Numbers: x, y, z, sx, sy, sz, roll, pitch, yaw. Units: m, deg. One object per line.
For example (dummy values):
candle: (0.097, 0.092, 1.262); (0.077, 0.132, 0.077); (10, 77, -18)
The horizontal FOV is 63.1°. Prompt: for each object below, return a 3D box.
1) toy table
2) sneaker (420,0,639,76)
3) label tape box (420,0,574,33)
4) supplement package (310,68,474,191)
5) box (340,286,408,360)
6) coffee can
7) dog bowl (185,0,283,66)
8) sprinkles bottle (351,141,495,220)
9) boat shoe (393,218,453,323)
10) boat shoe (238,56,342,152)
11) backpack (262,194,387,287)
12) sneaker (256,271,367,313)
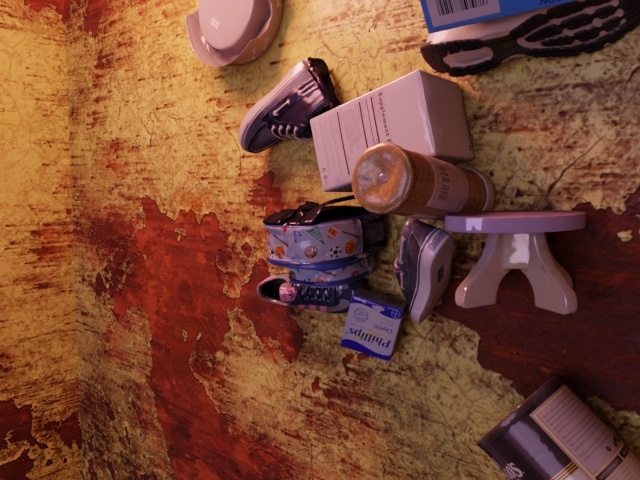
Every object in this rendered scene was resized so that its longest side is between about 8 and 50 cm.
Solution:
toy table: (0.351, 0.028, 0.942); (0.252, 0.274, 0.160); (-148, 56, -77)
sneaker: (0.383, -0.441, 0.958); (0.410, 0.158, 0.182); (1, 77, 36)
label tape box: (0.335, -0.515, 0.914); (0.249, 0.347, 0.115); (-1, 133, 32)
supplement package: (0.152, -0.224, 1.141); (0.293, 0.178, 0.175); (-14, 84, 41)
box: (0.129, 0.199, 1.243); (0.126, 0.072, 0.137); (16, 106, 15)
coffee can: (0.451, 0.409, 0.924); (0.275, 0.202, 0.201); (48, 123, 27)
dog bowl: (-0.247, -0.671, 1.500); (0.349, 0.102, 0.348); (4, 97, 41)
sprinkles bottle: (0.207, -0.097, 0.982); (0.121, 0.355, 0.121); (-2, 86, 40)
boat shoe: (0.204, 0.067, 1.095); (0.102, 0.108, 0.301); (34, 156, 28)
boat shoe: (-0.087, -0.309, 1.373); (0.340, 0.127, 0.158); (-42, 60, 35)
backpack: (0.000, 0.000, 1.239); (0.277, 0.263, 0.213); (-4, 92, 40)
sneaker: (-0.031, 0.142, 1.366); (0.319, 0.131, 0.112); (-4, 92, 41)
